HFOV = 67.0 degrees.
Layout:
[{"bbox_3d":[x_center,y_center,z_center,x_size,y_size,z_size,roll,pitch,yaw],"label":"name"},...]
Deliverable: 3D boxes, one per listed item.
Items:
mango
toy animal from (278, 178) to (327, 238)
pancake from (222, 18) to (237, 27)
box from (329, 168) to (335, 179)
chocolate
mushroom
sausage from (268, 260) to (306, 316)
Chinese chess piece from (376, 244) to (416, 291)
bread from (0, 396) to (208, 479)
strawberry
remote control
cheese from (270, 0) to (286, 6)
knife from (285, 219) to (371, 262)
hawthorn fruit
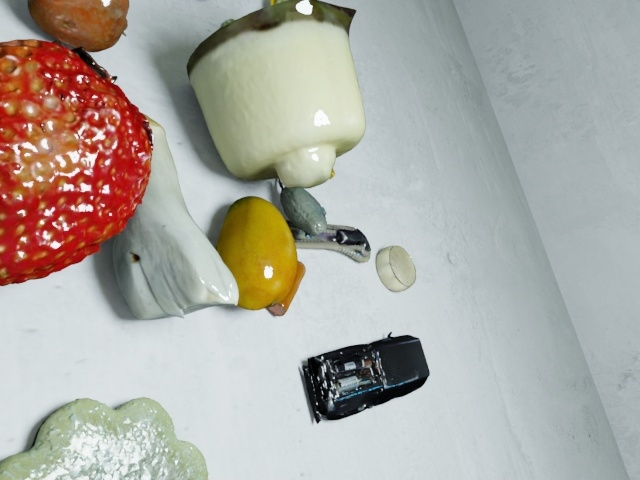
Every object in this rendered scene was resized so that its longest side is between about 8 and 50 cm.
[{"bbox_3d":[-0.108,0.020,0.846,0.151,0.120,0.221,37,36,-30],"label":"mango"},{"bbox_3d":[-0.053,-0.095,1.015,0.079,0.070,0.253,43,13,-46],"label":"toy animal"},{"bbox_3d":[-0.177,-0.456,1.123,0.116,0.022,0.130,-37,100,-51],"label":"pancake"},{"bbox_3d":[-0.033,-0.203,1.139,0.156,0.022,0.089,16,42,-47],"label":"box"},{"bbox_3d":[-0.061,-0.245,0.922,0.326,0.313,0.297,-34,105,-56],"label":"chocolate"},{"bbox_3d":[-0.233,-0.037,0.700,0.122,0.159,0.329,87,-16,-77],"label":"mushroom"},{"bbox_3d":[-0.062,0.087,0.928,0.039,0.041,0.131,31,43,-7],"label":"sausage"},{"bbox_3d":[0.196,0.073,1.253,0.122,0.051,0.122,26,51,-38],"label":"Chinese chess piece"},{"bbox_3d":[-0.240,0.290,0.578,0.286,0.056,0.208,38,46,-34],"label":"bread"},{"bbox_3d":[-0.319,-0.067,0.515,0.238,0.250,0.288,37,28,-30],"label":"strawberry"},{"bbox_3d":[0.117,0.275,1.024,0.398,0.062,0.145,3,67,-51],"label":"remote control"},{"bbox_3d":[-0.051,-0.589,1.320,0.270,0.069,0.177,-25,89,-54],"label":"cheese"},{"bbox_3d":[0.004,-0.003,1.065,0.365,0.043,0.089,7,59,-48],"label":"knife"},{"bbox_3d":[-0.373,-0.367,0.722,0.189,0.149,0.149,10,62,-53],"label":"hawthorn fruit"}]
